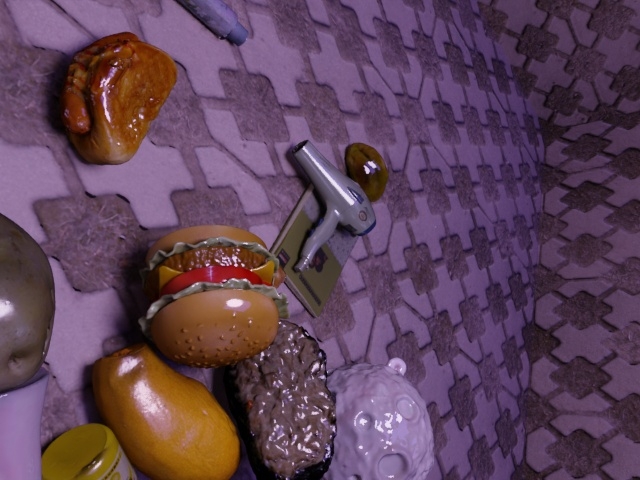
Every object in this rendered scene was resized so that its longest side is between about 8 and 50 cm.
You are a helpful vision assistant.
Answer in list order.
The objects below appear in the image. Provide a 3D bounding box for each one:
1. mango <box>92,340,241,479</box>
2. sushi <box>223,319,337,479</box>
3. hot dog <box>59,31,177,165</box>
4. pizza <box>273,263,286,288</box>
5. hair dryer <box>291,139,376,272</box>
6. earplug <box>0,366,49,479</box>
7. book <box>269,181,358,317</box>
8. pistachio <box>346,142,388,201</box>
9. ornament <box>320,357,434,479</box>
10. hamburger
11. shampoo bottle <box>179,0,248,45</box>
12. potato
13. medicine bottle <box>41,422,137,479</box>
[{"bbox_3d":[-0.277,0.331,1.014,0.359,0.144,0.187,49,44,-28],"label":"mango"},{"bbox_3d":[-0.079,0.326,1.136,0.211,0.170,0.350,-3,55,-18],"label":"sushi"},{"bbox_3d":[-0.372,-0.269,0.997,0.153,0.150,0.256,51,47,-45],"label":"hot dog"},{"bbox_3d":[-0.168,0.098,1.257,0.201,0.053,0.193,45,51,-41],"label":"pizza"},{"bbox_3d":[-0.008,-0.107,1.425,0.298,0.119,0.295,-32,101,-38],"label":"hair dryer"},{"bbox_3d":[-0.464,0.343,0.776,0.172,0.172,0.301,-6,96,-52],"label":"earplug"},{"bbox_3d":[0.000,0.000,1.503,0.239,0.035,0.352,55,45,-31],"label":"book"},{"bbox_3d":[0.144,-0.204,1.664,0.100,0.110,0.189,-74,147,-76],"label":"pistachio"},{"bbox_3d":[0.092,0.457,1.314,0.337,0.337,0.336,12,74,-50],"label":"ornament"},{"bbox_3d":[-0.195,0.122,1.029,0.274,0.275,0.212,27,40,-46],"label":"hamburger"},{"bbox_3d":[-0.250,-0.521,1.254,0.214,0.072,0.072,32,60,-44],"label":"shampoo bottle"},{"bbox_3d":[-0.488,0.053,0.702,0.327,0.221,0.243,32,27,-1],"label":"potato"},{"bbox_3d":[-0.359,0.414,0.911,0.122,0.122,0.212,-47,133,-45],"label":"medicine bottle"}]
